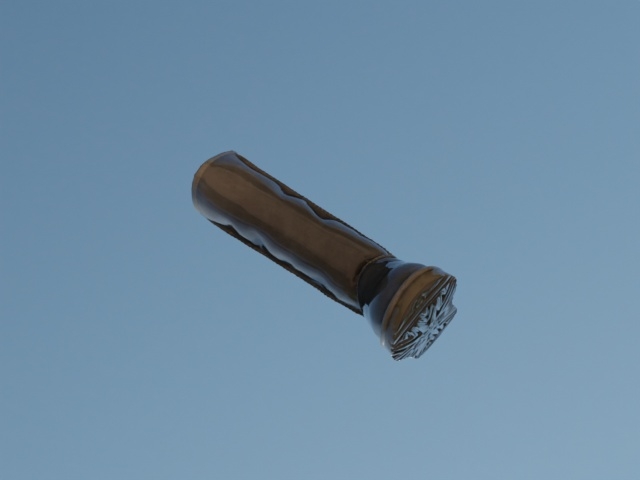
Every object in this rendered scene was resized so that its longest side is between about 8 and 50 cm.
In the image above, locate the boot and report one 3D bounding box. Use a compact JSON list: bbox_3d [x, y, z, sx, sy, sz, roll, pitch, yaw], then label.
[{"bbox_3d":[-0.002,0.001,1.230,0.208,0.189,0.076,41,-98,11],"label":"boot"}]
